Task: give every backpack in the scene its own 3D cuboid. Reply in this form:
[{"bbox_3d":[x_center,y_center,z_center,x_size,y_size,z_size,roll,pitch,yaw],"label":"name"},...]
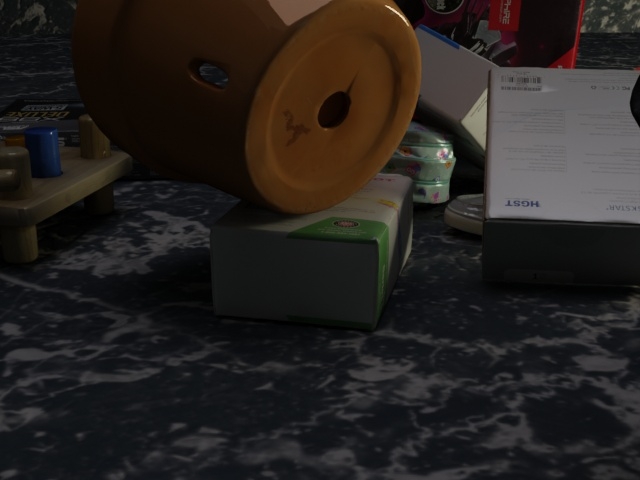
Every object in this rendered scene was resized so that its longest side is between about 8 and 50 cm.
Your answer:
[{"bbox_3d":[0.081,-0.100,1.192,0.152,0.115,0.182,-13,25,-40],"label":"backpack"}]

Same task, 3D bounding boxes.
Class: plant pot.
[{"bbox_3d":[-0.046,-0.156,0.866,0.291,0.291,0.203,-16,40,-37],"label":"plant pot"}]

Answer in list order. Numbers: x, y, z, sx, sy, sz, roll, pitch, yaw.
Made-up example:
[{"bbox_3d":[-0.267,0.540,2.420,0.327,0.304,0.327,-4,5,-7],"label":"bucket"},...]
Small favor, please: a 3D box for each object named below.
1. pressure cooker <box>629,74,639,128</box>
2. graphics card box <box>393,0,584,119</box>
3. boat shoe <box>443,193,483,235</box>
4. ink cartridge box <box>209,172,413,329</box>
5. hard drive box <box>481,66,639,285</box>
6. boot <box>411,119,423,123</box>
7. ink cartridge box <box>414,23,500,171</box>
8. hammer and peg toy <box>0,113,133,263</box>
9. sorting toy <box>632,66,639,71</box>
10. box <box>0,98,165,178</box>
[{"bbox_3d":[0.347,-0.049,0.391,0.370,0.420,0.375,-33,10,31],"label":"pressure cooker"},{"bbox_3d":[0.179,-0.291,1.366,0.370,0.233,0.094,6,33,8],"label":"graphics card box"},{"bbox_3d":[0.254,-0.050,1.082,0.227,0.081,0.079,0,18,2],"label":"boat shoe"},{"bbox_3d":[0.000,0.000,0.929,0.154,0.093,0.212,4,21,12],"label":"ink cartridge box"},{"bbox_3d":[0.258,-0.071,0.979,0.181,0.089,0.232,3,48,10],"label":"hard drive box"},{"bbox_3d":[0.149,-0.175,1.444,0.264,0.096,0.280,1,20,-1],"label":"boot"},{"bbox_3d":[0.190,-0.165,1.218,0.148,0.086,0.203,39,2,38],"label":"ink cartridge box"},{"bbox_3d":[-0.390,-0.054,1.056,0.265,0.127,0.361,6,20,13],"label":"hammer and peg toy"},{"bbox_3d":[0.431,-0.146,1.385,0.126,0.127,0.365,41,39,19],"label":"sorting toy"},{"bbox_3d":[-0.331,-0.155,1.430,0.307,0.077,0.242,-1,19,-1],"label":"box"}]
